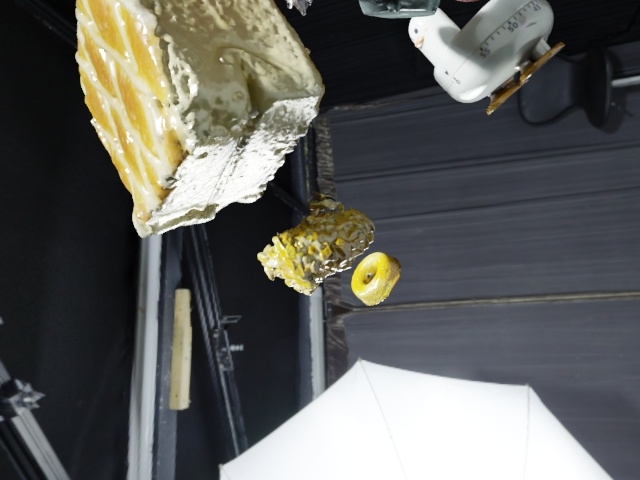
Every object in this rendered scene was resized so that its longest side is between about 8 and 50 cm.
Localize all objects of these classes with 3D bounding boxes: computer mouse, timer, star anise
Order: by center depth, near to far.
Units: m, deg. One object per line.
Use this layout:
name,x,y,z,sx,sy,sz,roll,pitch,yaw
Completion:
computer mouse,0.125,-0.379,0.680,0.229,0.113,0.068,-51,-39,-60
timer,0.316,-0.393,0.875,0.240,0.233,0.233,49,-163,4
star anise,-0.085,-0.835,1.433,0.182,0.065,0.195,50,159,-5

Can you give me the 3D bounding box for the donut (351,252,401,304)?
donut,0.147,0.098,1.221,0.058,0.152,0.152,34,-135,-28

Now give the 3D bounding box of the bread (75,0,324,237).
bread,-0.234,-0.263,0.781,0.279,0.371,0.390,-21,-103,-38

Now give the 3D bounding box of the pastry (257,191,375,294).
pastry,0.000,0.000,0.887,0.250,0.154,0.102,-36,-22,-40
